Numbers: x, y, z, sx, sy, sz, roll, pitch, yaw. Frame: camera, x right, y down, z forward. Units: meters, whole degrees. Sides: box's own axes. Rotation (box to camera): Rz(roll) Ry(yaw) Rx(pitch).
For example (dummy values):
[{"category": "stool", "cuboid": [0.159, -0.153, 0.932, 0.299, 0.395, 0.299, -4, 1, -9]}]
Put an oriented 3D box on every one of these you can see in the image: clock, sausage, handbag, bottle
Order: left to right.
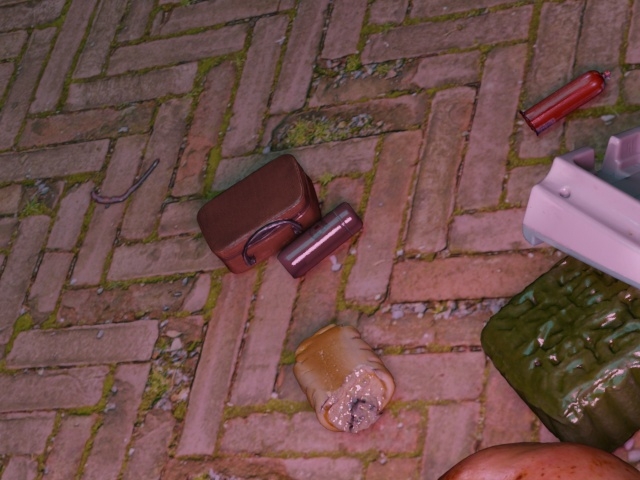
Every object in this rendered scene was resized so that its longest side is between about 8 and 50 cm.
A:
[{"category": "handbag", "cuboid": [-0.098, -0.038, 2.382, 0.193, 0.072, 0.151, -29, 43, 9]}, {"category": "bottle", "cuboid": [0.000, 0.000, 2.293, 0.140, 0.053, 0.053, -38, 42, 0]}, {"category": "sausage", "cuboid": [0.372, -0.215, 2.221, 0.145, 0.050, 0.048, -33, 1, 7]}, {"category": "clock", "cuboid": [0.426, -0.042, 1.879, 0.262, 0.116, 0.231, -21, 37, -36]}]

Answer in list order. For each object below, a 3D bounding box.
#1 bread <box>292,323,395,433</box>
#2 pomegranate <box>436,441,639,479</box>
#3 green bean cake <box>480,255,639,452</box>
[{"category": "bread", "cuboid": [0.032, 0.193, 2.080, 0.119, 0.084, 0.177, -35, 42, 2]}, {"category": "pomegranate", "cuboid": [0.233, 0.367, 1.616, 0.338, 0.338, 0.338, -19, 46, 21]}, {"category": "green bean cake", "cuboid": [0.345, 0.140, 1.876, 0.222, 0.125, 0.248, -37, 41, 1]}]
